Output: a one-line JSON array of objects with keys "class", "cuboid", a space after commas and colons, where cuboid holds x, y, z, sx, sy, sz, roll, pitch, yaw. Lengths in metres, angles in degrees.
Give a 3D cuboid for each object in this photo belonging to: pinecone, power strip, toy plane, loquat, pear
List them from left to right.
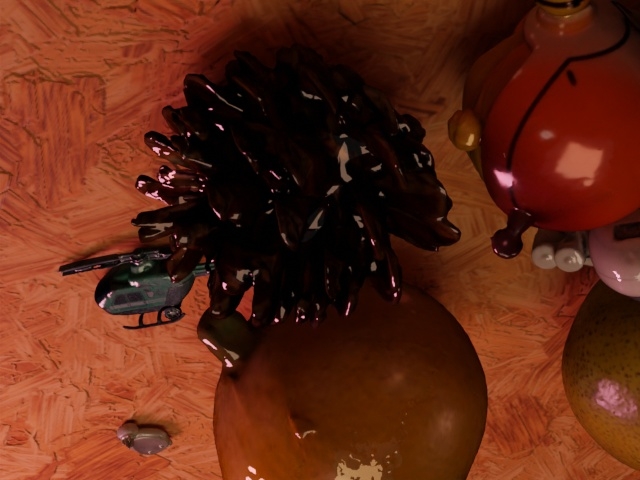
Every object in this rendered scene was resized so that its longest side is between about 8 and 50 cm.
[{"class": "power strip", "cuboid": [-0.230, 0.264, 1.803, 0.055, 0.035, 0.083, -30, 140, 24]}, {"class": "toy plane", "cuboid": [-0.164, 0.037, 1.507, 0.235, 0.060, 0.096, -11, 130, 15]}, {"class": "pinecone", "cuboid": [-0.028, -0.041, 1.289, 0.296, 0.242, 0.298, -11, 148, -2]}, {"class": "loquat", "cuboid": [0.014, 0.180, 1.533, 0.359, 0.328, 0.328, 36, 126, -20]}, {"class": "toy plane", "cuboid": [0.337, -0.018, 1.420, 0.252, 0.252, 0.118, -16, 111, 8]}, {"class": "pear", "cuboid": [0.424, 0.147, 1.614, 0.294, 0.294, 0.294, -6, 142, -5]}]

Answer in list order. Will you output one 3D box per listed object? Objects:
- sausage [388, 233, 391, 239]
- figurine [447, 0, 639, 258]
[{"class": "sausage", "cuboid": [0.000, 0.000, 1.516, 0.158, 0.036, 0.042, -7, 154, -4]}, {"class": "figurine", "cuboid": [0.267, -0.131, 1.278, 0.323, 0.196, 0.320, -35, 138, 14]}]
